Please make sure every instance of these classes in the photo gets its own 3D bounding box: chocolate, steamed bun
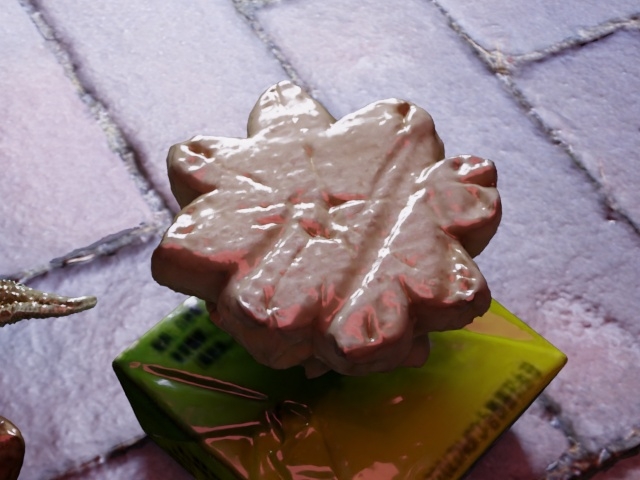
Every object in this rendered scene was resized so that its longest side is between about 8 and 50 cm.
[{"bbox_3d":[0.017,0.136,1.215,0.289,0.137,0.301,37,59,21],"label":"chocolate"},{"bbox_3d":[0.000,0.000,1.148,0.295,0.137,0.292,-22,59,-14],"label":"steamed bun"}]

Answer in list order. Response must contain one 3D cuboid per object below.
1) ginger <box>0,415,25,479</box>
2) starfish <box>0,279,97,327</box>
[{"bbox_3d":[-0.376,0.225,1.029,0.357,0.152,0.274,-40,67,6],"label":"ginger"},{"bbox_3d":[-0.415,0.067,1.249,0.358,0.078,0.347,-31,65,-14],"label":"starfish"}]
